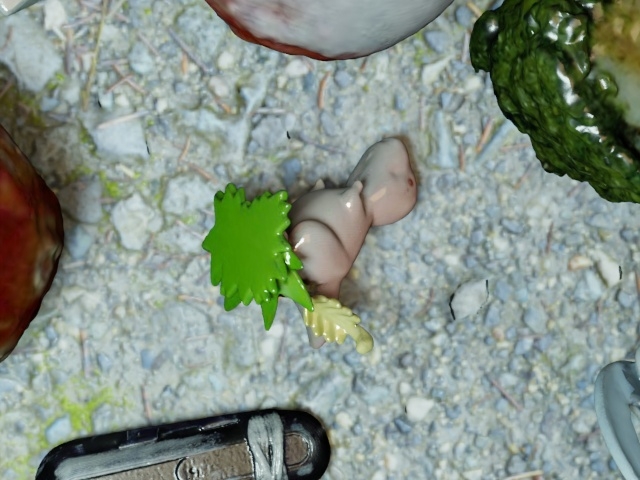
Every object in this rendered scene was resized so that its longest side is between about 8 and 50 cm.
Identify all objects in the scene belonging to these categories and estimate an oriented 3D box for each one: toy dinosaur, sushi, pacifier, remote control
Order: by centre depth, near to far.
[{"bbox_3d":[0.339,-0.174,1.198,0.352,0.178,0.294,-36,99,-8],"label":"sushi"},{"bbox_3d":[-0.004,0.002,1.205,0.177,0.152,0.194,5,84,-36],"label":"toy dinosaur"},{"bbox_3d":[-0.120,0.205,1.207,0.266,0.066,0.090,-9,97,-7],"label":"remote control"},{"bbox_3d":[0.313,0.223,1.226,0.287,0.238,0.226,27,121,-33],"label":"pacifier"}]

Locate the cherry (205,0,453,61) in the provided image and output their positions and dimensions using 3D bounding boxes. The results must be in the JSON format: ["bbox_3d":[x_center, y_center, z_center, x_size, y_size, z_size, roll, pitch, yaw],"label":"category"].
[{"bbox_3d":[0.015,-0.320,1.083,0.291,0.326,0.335,33,84,27],"label":"cherry"}]

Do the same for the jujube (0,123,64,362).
[{"bbox_3d":[-0.390,-0.034,1.070,0.377,0.276,0.276,22,89,-6],"label":"jujube"}]

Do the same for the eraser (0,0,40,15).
[{"bbox_3d":[-0.318,-0.400,1.150,0.213,0.082,0.397,-43,97,-4],"label":"eraser"}]
